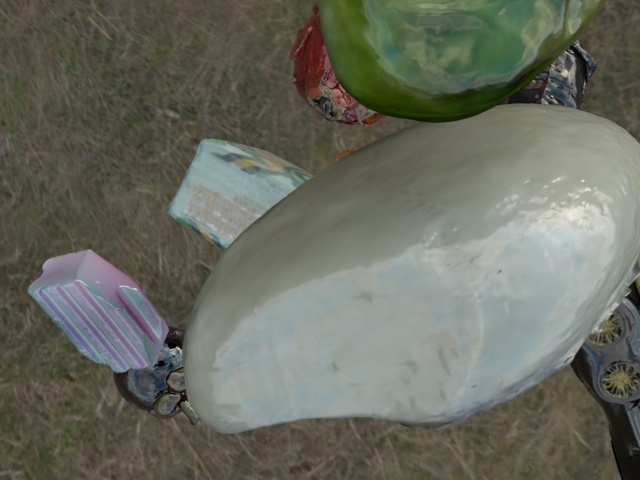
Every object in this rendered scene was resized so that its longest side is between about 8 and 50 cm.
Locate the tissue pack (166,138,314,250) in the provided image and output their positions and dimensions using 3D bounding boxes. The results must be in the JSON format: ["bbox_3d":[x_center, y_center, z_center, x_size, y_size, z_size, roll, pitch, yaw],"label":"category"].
[{"bbox_3d":[0.000,0.000,1.118,0.128,0.310,0.228,-62,162,6],"label":"tissue pack"}]

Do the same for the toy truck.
[{"bbox_3d":[0.470,0.176,1.191,0.254,0.181,0.405,-18,104,18],"label":"toy truck"}]

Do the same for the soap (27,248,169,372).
[{"bbox_3d":[-0.244,0.083,1.039,0.100,0.056,0.149,-12,127,28],"label":"soap"}]

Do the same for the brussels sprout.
[{"bbox_3d":[0.081,-0.149,0.522,0.180,0.144,0.162,-21,123,-12],"label":"brussels sprout"}]

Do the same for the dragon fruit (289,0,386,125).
[{"bbox_3d":[0.083,-0.376,1.851,0.277,0.277,0.342,41,77,-31],"label":"dragon fruit"}]

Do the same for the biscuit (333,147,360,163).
[{"bbox_3d":[0.126,-0.121,2.028,0.165,0.250,0.036,-46,148,-8],"label":"biscuit"}]

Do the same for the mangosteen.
[{"bbox_3d":[-0.344,0.311,2.056,0.211,0.250,0.211,-32,156,-16],"label":"mangosteen"}]

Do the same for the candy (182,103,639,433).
[{"bbox_3d":[0.087,0.001,0.762,0.427,0.386,0.186,-29,97,-45],"label":"candy"}]

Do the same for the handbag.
[{"bbox_3d":[0.322,-0.223,1.465,0.155,0.215,0.169,39,64,-22],"label":"handbag"}]
